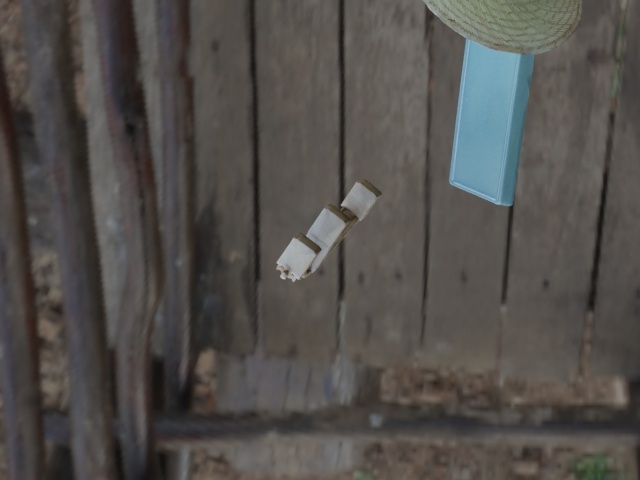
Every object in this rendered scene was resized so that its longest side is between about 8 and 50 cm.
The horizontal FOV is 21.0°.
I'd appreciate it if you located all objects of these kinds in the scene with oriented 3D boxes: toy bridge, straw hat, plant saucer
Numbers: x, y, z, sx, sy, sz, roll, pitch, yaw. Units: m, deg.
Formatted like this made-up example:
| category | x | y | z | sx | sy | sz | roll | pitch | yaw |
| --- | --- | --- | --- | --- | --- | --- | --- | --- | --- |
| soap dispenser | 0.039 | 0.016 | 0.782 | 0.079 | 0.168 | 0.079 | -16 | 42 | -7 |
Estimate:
| category | x | y | z | sx | sy | sz | roll | pitch | yaw |
| --- | --- | --- | --- | --- | --- | --- | --- | --- | --- |
| toy bridge | 0.000 | 0.000 | 1.484 | 0.026 | 0.188 | 0.063 | 37 | 116 | 5 |
| straw hat | 0.125 | -0.198 | 1.128 | 0.144 | 0.144 | 0.061 | 27 | 142 | -8 |
| plant saucer | 0.148 | -0.118 | 1.516 | 0.067 | 0.018 | 0.192 | 26 | 131 | 27 |
